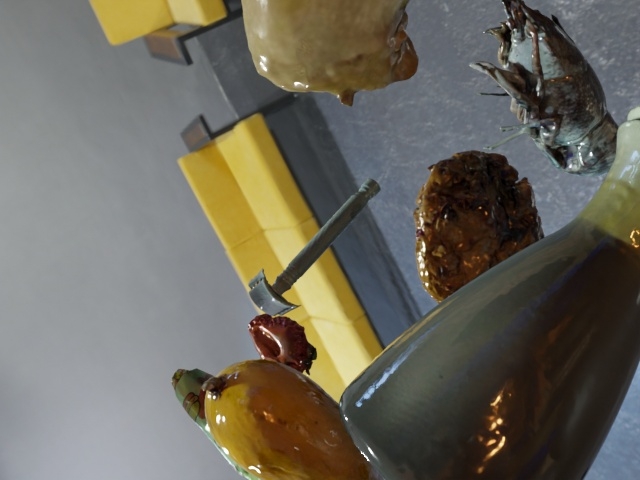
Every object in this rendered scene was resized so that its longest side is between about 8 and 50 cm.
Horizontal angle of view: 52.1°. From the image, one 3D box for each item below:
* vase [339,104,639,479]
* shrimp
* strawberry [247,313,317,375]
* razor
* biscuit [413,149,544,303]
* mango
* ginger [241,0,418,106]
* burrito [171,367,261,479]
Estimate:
[{"bbox_3d":[0.177,0.061,0.483,0.173,0.321,0.173,41,-179,-1],"label":"vase"},{"bbox_3d":[0.300,-0.212,0.926,0.372,0.172,0.137,42,157,-17],"label":"shrimp"},{"bbox_3d":[-0.073,0.184,1.141,0.152,0.104,0.048,32,-172,26],"label":"strawberry"},{"bbox_3d":[0.000,0.000,0.884,0.068,0.232,0.106,43,159,-4],"label":"razor"},{"bbox_3d":[0.321,-0.013,1.283,0.081,0.289,0.334,173,87,-72],"label":"biscuit"},{"bbox_3d":[-0.018,0.229,0.756,0.176,0.119,0.317,7,154,44],"label":"mango"},{"bbox_3d":[0.049,-0.212,0.423,0.152,0.267,0.138,36,-158,-36],"label":"ginger"},{"bbox_3d":[-0.094,0.272,0.912,0.288,0.104,0.054,39,120,30],"label":"burrito"}]
